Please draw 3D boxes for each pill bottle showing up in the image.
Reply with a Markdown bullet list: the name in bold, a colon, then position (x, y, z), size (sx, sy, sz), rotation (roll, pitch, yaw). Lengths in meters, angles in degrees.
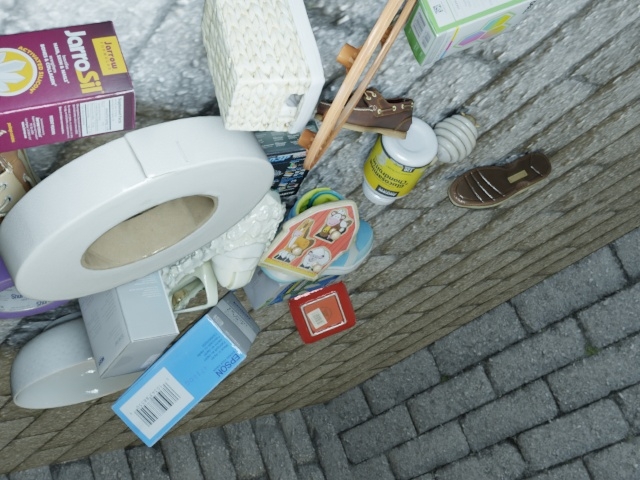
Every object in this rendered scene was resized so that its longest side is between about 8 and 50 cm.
- **pill bottle**: position (0.137, -0.138, 1.429), size (0.103, 0.103, 0.184), rotation (-14, 159, -20)

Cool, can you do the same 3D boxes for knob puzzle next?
- **knob puzzle**: position (0.000, 0.000, 1.454), size (0.213, 0.030, 0.213), rotation (-21, 143, -17)

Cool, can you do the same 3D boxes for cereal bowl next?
- **cereal bowl**: position (-0.516, 0.247, 1.731), size (0.339, 0.141, 0.339), rotation (-18, 160, -7)

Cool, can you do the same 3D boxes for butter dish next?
- **butter dish**: position (-0.003, 0.172, 2.113), size (0.160, 0.118, 0.160), rotation (-22, 119, -4)

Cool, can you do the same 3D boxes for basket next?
- **basket**: position (-0.073, -0.220, 0.916), size (0.103, 0.167, 0.113), rotation (-7, 157, -19)

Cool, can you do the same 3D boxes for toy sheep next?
- **toy sheep**: position (0.241, -0.183, 1.441), size (0.132, 0.091, 0.091), rotation (-51, 167, -15)

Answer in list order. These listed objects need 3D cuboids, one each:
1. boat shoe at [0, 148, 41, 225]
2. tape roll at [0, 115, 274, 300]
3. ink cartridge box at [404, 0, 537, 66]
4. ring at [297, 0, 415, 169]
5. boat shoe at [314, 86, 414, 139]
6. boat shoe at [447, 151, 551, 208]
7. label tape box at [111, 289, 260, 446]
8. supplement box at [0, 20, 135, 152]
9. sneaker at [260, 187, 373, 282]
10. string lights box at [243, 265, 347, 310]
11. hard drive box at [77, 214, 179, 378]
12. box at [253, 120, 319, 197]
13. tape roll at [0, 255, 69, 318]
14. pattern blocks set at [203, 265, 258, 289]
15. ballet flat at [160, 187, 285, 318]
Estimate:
- **boat shoe**: position (-0.427, -0.067, 1.022), size (0.123, 0.116, 0.324), rotation (-20, 161, -4)
- **tape roll**: position (-0.250, -0.038, 1.096), size (0.392, 0.072, 0.392), rotation (-27, 168, -6)
- **ink cartridge box**: position (0.226, -0.316, 1.057), size (0.209, 0.062, 0.109), rotation (-23, 175, -8)
- **ring**: position (0.061, -0.233, 0.932), size (0.336, 0.032, 0.336), rotation (-59, -179, 1)
- **boat shoe**: position (0.073, -0.209, 1.246), size (0.207, 0.073, 0.073), rotation (-3, 116, -49)
- **boat shoe**: position (0.396, -0.120, 1.766), size (0.258, 0.095, 0.095), rotation (-15, 166, -16)
- **label tape box**: position (-0.245, 0.235, 1.551), size (0.249, 0.115, 0.347), rotation (-44, 180, 5)
- **supplement box**: position (-0.314, -0.171, 0.881), size (0.188, 0.104, 0.081), rotation (-14, 159, -20)
- **sneaker**: position (0.037, -0.026, 1.610), size (0.319, 0.127, 0.208), rotation (-18, 153, -46)
- **string lights box**: position (-0.037, 0.069, 1.801), size (0.260, 0.076, 0.133), rotation (-15, 161, -39)
- **hard drive box**: position (-0.350, 0.099, 1.371), size (0.089, 0.232, 0.181), rotation (-6, 156, -37)
- **box**: position (-0.122, -0.118, 1.297), size (0.220, 0.051, 0.175), rotation (-12, 159, -23)
- **tape roll**: position (-0.508, 0.061, 1.339), size (0.189, 0.080, 0.189), rotation (-18, 160, -7)
- **pattern blocks set**: position (-0.215, 0.031, 1.635), size (0.286, 0.026, 0.325), rotation (-14, 160, -18)
- **ballet flat**: position (-0.195, 0.047, 1.424), size (0.409, 0.146, 0.147), rotation (-31, 159, 37)
